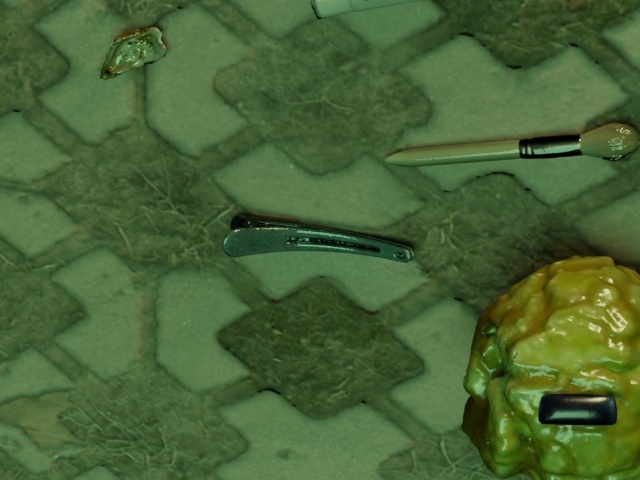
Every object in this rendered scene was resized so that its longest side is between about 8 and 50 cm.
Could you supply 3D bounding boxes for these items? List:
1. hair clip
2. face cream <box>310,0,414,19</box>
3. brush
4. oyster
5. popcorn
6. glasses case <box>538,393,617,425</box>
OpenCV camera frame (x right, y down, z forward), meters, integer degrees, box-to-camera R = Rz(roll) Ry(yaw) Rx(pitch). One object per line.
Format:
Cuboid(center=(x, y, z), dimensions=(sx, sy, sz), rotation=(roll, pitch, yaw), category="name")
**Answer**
Cuboid(center=(0.000, 0.000, 2.025), dimensions=(0.229, 0.070, 0.039), rotation=(3, 112, 5), category="hair clip")
Cuboid(center=(0.106, -0.298, 1.854), dimensions=(0.243, 0.058, 0.092), rotation=(-13, 106, 13), category="face cream")
Cuboid(center=(0.218, -0.101, 1.925), dimensions=(0.299, 0.039, 0.042), rotation=(-5, 114, 18), category="brush")
Cuboid(center=(-0.226, -0.224, 1.984), dimensions=(0.093, 0.034, 0.051), rotation=(-17, 126, 9), category="oyster")
Cuboid(center=(0.296, 0.150, 1.907), dimensions=(0.247, 0.282, 0.282), rotation=(12, 117, 14), category="popcorn")
Cuboid(center=(0.272, 0.179, 1.772), dimensions=(0.083, 0.023, 0.034), rotation=(0, 97, 3), category="glasses case")
